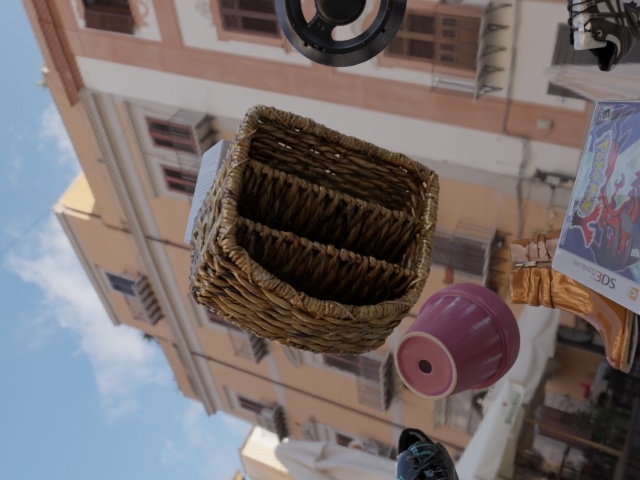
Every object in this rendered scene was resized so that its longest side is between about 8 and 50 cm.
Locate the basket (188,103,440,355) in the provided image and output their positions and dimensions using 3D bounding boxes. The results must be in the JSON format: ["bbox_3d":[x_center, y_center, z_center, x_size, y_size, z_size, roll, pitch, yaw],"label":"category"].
[{"bbox_3d":[0.000,0.000,0.888,0.223,0.299,0.214,-55,26,34],"label":"basket"}]

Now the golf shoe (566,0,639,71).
[{"bbox_3d":[0.371,-0.314,0.933,0.198,0.077,0.094,35,-99,-27],"label":"golf shoe"}]

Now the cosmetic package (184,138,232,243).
[{"bbox_3d":[-0.150,-0.070,1.269,0.151,0.151,0.184,174,108,-67],"label":"cosmetic package"}]

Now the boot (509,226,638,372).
[{"bbox_3d":[0.321,0.076,0.879,0.073,0.152,0.197,47,-137,-52],"label":"boot"}]

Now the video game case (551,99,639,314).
[{"bbox_3d":[0.313,-0.043,0.704,0.183,0.023,0.202,-123,45,-76],"label":"video game case"}]

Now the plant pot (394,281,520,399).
[{"bbox_3d":[0.238,0.197,1.251,0.180,0.201,0.202,-21,-56,-48],"label":"plant pot"}]

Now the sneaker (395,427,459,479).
[{"bbox_3d":[0.129,0.317,0.854,0.267,0.101,0.106,-176,77,-88],"label":"sneaker"}]

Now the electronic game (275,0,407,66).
[{"bbox_3d":[0.034,-0.414,1.169,0.048,0.229,0.230,-44,-35,-74],"label":"electronic game"}]
